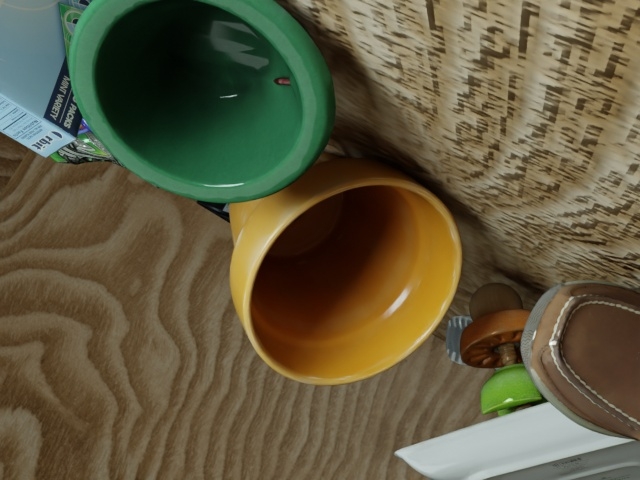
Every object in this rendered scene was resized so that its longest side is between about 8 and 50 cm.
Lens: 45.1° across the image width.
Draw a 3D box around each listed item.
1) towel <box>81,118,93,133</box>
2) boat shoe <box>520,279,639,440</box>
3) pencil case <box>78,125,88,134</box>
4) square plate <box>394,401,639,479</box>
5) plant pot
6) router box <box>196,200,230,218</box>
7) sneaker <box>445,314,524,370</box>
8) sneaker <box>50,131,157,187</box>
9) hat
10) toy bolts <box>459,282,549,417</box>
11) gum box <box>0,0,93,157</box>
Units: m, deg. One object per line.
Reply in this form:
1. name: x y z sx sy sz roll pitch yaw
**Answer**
1. towel: -0.183 -0.140 0.809 0.228 0.076 0.308 37 -175 4
2. boat shoe: 0.301 0.121 0.594 0.324 0.123 0.116 25 170 -20
3. pencil case: -0.423 -0.228 1.196 0.133 0.119 0.306 7 -174 -29
4. square plate: 0.316 0.252 0.874 0.347 0.049 0.344 -25 142 27
5. plant pot: 0.000 0.000 0.735 0.205 0.205 0.188 34 -170 -34
6. router box: -0.073 -0.029 1.394 0.243 0.081 0.309 33 175 -22
7. sneaker: 0.300 0.150 1.115 0.115 0.105 0.281 0 -174 -24
8. sneaker: -0.460 -0.199 1.575 0.344 0.146 0.134 30 175 -4
9. hat: -0.066 -0.144 0.559 0.173 0.183 0.208 33 135 -17
10. toy bolts: 0.285 0.130 0.874 0.218 0.158 0.228 -19 144 20
11. gum box: -0.229 -0.168 0.509 0.041 0.156 0.184 -19 141 35
